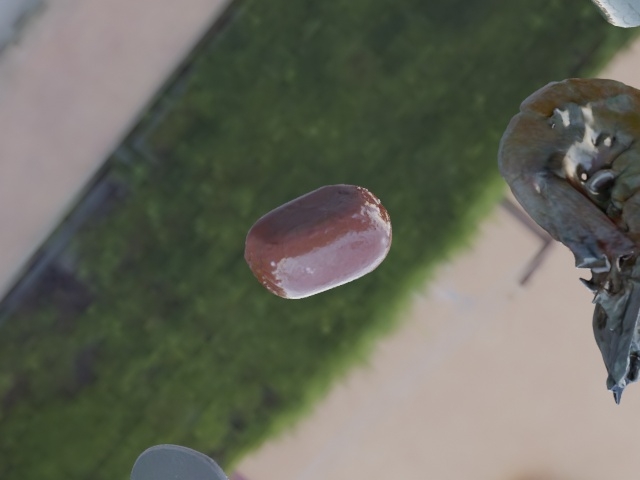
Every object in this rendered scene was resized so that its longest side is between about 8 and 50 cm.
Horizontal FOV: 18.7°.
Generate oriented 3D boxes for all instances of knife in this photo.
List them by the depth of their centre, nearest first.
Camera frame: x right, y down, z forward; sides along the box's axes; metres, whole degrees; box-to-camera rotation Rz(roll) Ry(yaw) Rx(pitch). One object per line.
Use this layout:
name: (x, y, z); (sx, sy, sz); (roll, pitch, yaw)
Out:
knife: (-0.035, 0.116, 0.802); (0.032, 0.058, 0.244); (-27, -159, -21)

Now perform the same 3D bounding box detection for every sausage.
sausage: (0.000, 0.000, 1.192); (0.094, 0.059, 0.054); (-22, 129, -15)

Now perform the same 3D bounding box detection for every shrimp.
shrimp: (0.206, -0.016, 1.439); (0.062, 0.164, 0.317); (106, -2, -45)

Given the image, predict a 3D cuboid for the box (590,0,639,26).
box: (0.276, -0.380, 1.541); (0.352, 0.177, 0.344); (-38, 147, 12)
